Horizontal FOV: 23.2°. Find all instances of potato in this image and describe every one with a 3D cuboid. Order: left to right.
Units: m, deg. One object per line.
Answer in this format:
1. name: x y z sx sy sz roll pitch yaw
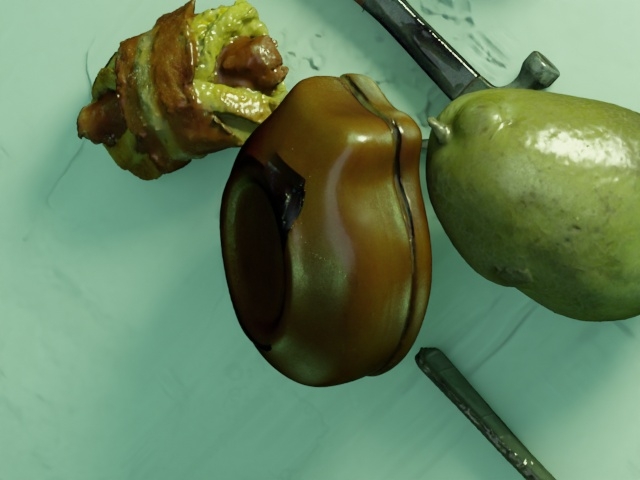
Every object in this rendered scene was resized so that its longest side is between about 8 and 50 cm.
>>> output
1. potato: 0.192 -0.038 1.273 0.251 0.159 0.174 26 85 -11

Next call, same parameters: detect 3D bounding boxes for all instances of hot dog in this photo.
1. hot dog: -0.127 -0.132 1.402 0.213 0.103 0.146 -23 90 21

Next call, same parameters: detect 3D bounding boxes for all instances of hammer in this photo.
1. hammer: 0.060 -0.195 1.365 0.290 0.037 0.137 45 107 8

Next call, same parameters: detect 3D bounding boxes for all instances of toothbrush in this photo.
1. toothbrush: 0.188 0.206 1.379 0.297 0.030 0.030 47 119 7

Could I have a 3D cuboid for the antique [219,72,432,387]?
1. antique: 0.000 0.000 1.321 0.223 0.129 0.278 54 144 41
